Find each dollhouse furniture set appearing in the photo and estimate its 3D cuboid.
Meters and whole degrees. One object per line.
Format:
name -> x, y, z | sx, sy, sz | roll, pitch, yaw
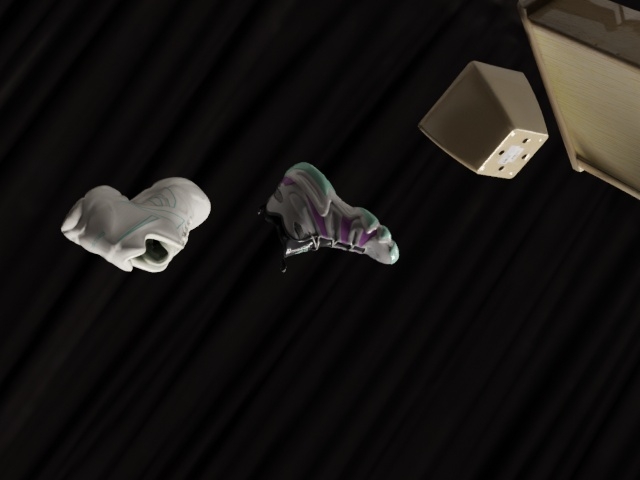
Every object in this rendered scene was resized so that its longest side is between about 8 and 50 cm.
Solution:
dollhouse furniture set -> 0.252, -0.116, 0.781 | 0.161, 0.242, 0.212 | 39, 157, 56

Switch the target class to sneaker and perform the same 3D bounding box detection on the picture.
sneaker -> 0.000, 0.000, 1.063 | 0.098, 0.069, 0.038 | 39, 162, 9
sneaker -> -0.117, -0.005, 1.076 | 0.061, 0.053, 0.152 | 41, -157, 16

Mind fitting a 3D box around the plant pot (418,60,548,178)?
plant pot -> 0.203, -0.134, 1.821 | 0.109, 0.109, 0.096 | 5, -137, -48
